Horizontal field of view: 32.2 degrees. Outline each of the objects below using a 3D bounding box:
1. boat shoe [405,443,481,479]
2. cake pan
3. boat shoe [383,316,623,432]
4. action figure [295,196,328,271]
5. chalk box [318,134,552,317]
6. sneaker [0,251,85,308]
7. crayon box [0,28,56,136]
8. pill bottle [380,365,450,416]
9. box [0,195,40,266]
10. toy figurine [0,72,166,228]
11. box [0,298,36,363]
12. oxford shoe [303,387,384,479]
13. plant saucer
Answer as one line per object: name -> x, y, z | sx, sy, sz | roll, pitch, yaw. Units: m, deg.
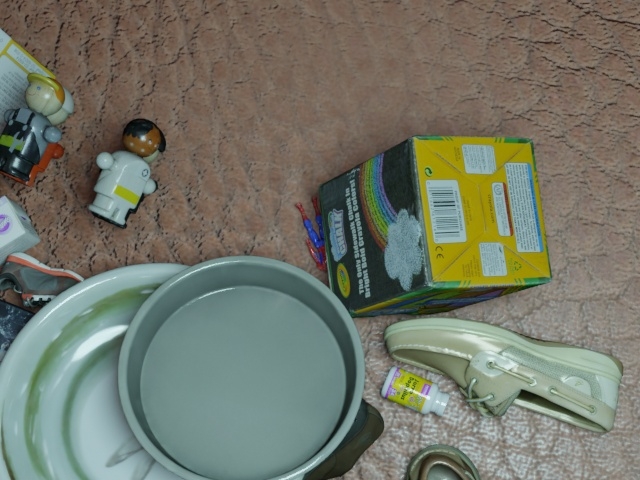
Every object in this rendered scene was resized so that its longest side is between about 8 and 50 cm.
boat shoe -> 0.184, 0.407, 1.340 | 0.123, 0.116, 0.324 | -25, 78, 1
cake pan -> -0.094, 0.160, 1.331 | 0.293, 0.054, 0.293 | 1, 65, -2
boat shoe -> 0.223, 0.169, 1.384 | 0.302, 0.109, 0.098 | 13, 70, 2
action figure -> 0.000, 0.000, 1.483 | 0.038, 0.030, 0.115 | -21, 80, -4
chalk box -> 0.119, -0.005, 1.371 | 0.179, 0.289, 0.180 | -1, 79, -28
sneaker -> -0.364, 0.072, 1.480 | 0.158, 0.061, 0.065 | 18, 57, 20
crayon box -> -0.524, -0.153, 1.451 | 0.083, 0.203, 0.323 | 12, 66, 48
pill bottle -> 0.123, 0.196, 1.424 | 0.083, 0.043, 0.043 | 22, 82, 9
box -> -0.540, 0.055, 1.505 | 0.324, 0.067, 0.063 | -32, 78, 0
toy figurine -> -0.306, -0.120, 1.434 | 0.213, 0.209, 0.148 | 25, 85, -8
box -> -0.435, 0.158, 1.461 | 0.156, 0.093, 0.158 | 20, 81, 9
oxford shoe -> -0.011, 0.284, 1.400 | 0.227, 0.096, 0.083 | -36, 44, 18
plant saucer -> -0.206, 0.227, 1.380 | 0.400, 0.100, 0.401 | 1, 65, -2
